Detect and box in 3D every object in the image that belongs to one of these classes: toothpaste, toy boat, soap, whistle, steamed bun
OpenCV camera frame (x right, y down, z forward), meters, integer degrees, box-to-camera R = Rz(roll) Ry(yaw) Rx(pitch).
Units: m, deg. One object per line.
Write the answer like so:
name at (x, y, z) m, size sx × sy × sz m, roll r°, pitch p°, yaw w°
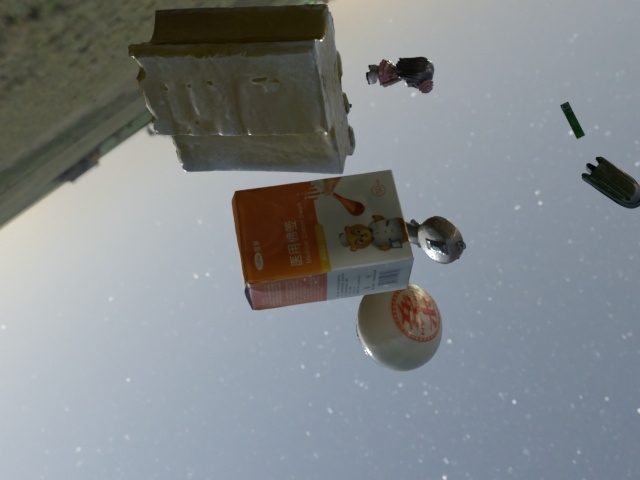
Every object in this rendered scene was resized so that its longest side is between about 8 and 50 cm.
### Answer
toothpaste at (0.546, -0.261, 1.801) m, size 0.020 × 0.083 × 0.017 m, roll -27°, pitch -177°, yaw 21°
toy boat at (0.925, -0.179, 2.617) m, size 0.104 × 0.210 × 0.052 m, roll -48°, pitch 165°, yaw -13°
soap at (-0.106, -0.214, 1.241) m, size 0.281 × 0.259 × 0.143 m, roll 0°, pitch -135°, yaw 17°
whistle at (0.226, -0.008, 1.788) m, size 0.057 × 0.107 × 0.220 m, roll -35°, pitch -148°, yaw -27°
steamed bun at (0.206, 0.200, 2.030) m, size 0.232 × 0.232 × 0.145 m, roll -46°, pitch -171°, yaw -37°

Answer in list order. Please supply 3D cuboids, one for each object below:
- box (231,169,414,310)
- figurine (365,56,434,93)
box at (0.000, 0.000, 1.706) m, size 0.341 × 0.224 × 0.143 m, roll -8°, pitch 150°, yaw -5°
figurine at (0.147, -0.304, 1.522) m, size 0.129 × 0.054 × 0.072 m, roll 6°, pitch -125°, yaw 18°
